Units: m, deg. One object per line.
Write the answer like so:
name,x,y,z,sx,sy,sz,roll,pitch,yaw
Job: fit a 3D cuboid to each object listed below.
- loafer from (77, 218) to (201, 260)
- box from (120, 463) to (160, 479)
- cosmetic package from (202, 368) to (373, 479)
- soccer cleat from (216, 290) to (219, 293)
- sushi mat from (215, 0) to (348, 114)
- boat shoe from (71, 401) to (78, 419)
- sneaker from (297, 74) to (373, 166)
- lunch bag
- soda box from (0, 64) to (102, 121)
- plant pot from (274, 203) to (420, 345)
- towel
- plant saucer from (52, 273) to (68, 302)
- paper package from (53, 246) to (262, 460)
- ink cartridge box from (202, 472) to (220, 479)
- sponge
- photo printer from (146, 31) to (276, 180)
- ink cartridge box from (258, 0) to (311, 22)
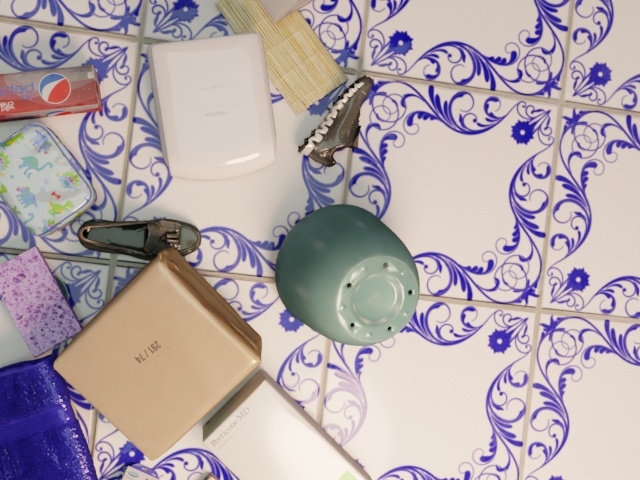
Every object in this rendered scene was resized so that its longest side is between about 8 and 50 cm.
loafer,-0.393,-0.002,1.834,0.267,0.084,0.096,2,89,-8
box,-0.405,0.555,1.829,0.081,0.028,0.136,27,46,-7
cosmetic package,-0.066,0.482,1.846,0.365,0.155,0.197,44,86,-7
soccer cleat,-0.218,0.198,1.877,0.072,0.060,0.179,-5,97,-18
sushi mat,-0.087,-0.453,1.918,0.151,0.019,0.316,-37,95,-6
boat shoe,-0.554,0.397,1.819,0.063,0.059,0.170,-26,93,-8
sneaker,0.057,-0.263,1.911,0.106,0.078,0.234,39,88,-9
lunch bag,-0.596,-0.129,1.802,0.176,0.090,0.219,-37,95,-6
soda box,-0.608,-0.311,1.805,0.263,0.083,0.092,-8,90,-8
plant pot,0.076,0.091,1.788,0.293,0.235,0.293,-6,107,-19
towel,-0.608,0.408,1.764,0.227,0.076,0.308,-19,92,18
plant saucer,-0.608,0.126,1.833,0.119,0.021,0.119,0,90,-9
paper package,-0.329,0.233,1.767,0.325,0.168,0.309,-43,95,6
ink cartridge box,-0.232,0.631,1.875,0.179,0.045,0.145,45,84,-3
sponge,-0.609,0.132,1.805,0.117,0.031,0.210,-29,93,-8
photo printer,-0.232,-0.286,1.845,0.256,0.107,0.308,-8,93,-7
ink cartridge box,-0.083,-0.598,1.847,0.128,0.127,0.176,-40,96,-31
